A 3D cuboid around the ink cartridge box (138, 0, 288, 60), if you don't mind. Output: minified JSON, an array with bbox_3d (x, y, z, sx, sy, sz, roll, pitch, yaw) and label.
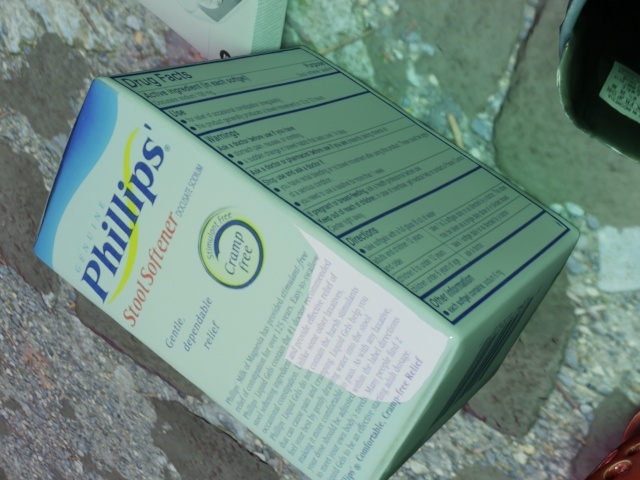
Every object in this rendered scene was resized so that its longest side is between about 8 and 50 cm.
[{"bbox_3d":[-0.109,-0.264,0.801,0.223,0.045,0.224,41,146,19],"label":"ink cartridge box"}]

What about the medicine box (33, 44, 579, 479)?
[{"bbox_3d":[0.000,0.000,0.740,0.289,0.263,0.149,36,118,17],"label":"medicine box"}]

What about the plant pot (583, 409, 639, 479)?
[{"bbox_3d":[0.278,0.217,0.739,0.191,0.174,0.191,24,132,29],"label":"plant pot"}]

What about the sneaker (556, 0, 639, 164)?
[{"bbox_3d":[0.165,-0.107,0.483,0.131,0.350,0.148,26,97,7],"label":"sneaker"}]
